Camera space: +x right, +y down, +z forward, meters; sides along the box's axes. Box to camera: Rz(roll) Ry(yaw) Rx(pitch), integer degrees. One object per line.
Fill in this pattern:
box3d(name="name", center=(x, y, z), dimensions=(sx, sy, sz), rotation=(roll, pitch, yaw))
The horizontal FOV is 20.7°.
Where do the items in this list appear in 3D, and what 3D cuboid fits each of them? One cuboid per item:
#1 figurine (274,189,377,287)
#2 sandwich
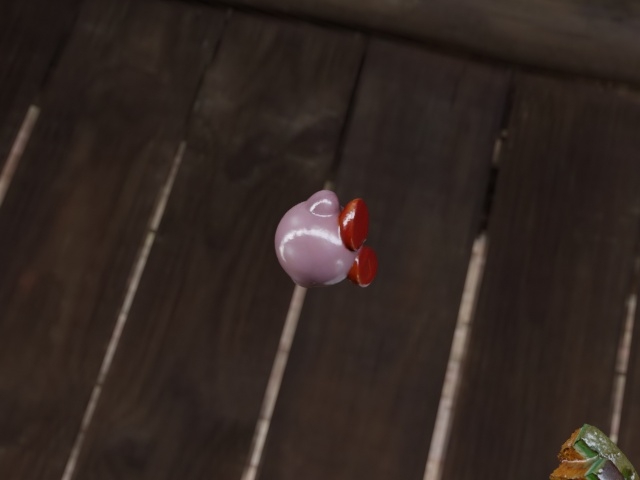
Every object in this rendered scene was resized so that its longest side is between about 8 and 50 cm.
box3d(name="figurine", center=(0.000, 0.000, 1.339), dimensions=(0.071, 0.067, 0.083), rotation=(11, 119, 24))
box3d(name="sandwich", center=(0.145, 0.153, 0.940), dimensions=(0.067, 0.029, 0.135), rotation=(38, 150, 18))
